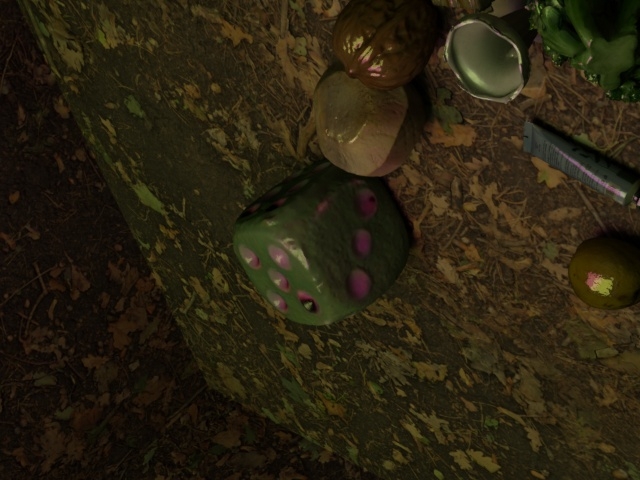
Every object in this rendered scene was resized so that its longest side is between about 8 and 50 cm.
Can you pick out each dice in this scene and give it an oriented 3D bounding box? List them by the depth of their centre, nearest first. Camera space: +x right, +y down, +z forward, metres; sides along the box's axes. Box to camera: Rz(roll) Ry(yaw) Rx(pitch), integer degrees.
[{"bbox_3d":[0.000,0.000,2.296,0.318,0.322,0.330,-3,122,54],"label":"dice"}]

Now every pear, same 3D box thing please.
[{"bbox_3d":[0.571,0.068,1.813,0.162,0.149,0.149,25,144,45],"label":"pear"}]

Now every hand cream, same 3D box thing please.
[{"bbox_3d":[0.501,-0.142,1.753,0.271,0.058,0.091,34,160,29],"label":"hand cream"}]

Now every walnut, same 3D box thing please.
[{"bbox_3d":[0.122,-0.392,1.781,0.213,0.213,0.213,32,147,24],"label":"walnut"}]

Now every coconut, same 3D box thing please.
[{"bbox_3d":[0.100,-0.265,1.967,0.259,0.259,0.259,32,147,24],"label":"coconut"}]

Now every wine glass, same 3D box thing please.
[{"bbox_3d":[0.331,-0.349,1.579,0.165,0.196,0.165,35,149,25],"label":"wine glass"}]

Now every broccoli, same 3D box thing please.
[{"bbox_3d":[0.441,-0.349,1.402,0.265,0.245,0.294,-27,133,37],"label":"broccoli"}]

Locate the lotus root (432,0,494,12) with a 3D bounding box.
[{"bbox_3d":[0.254,-0.486,1.643,0.143,0.070,0.144,36,152,47],"label":"lotus root"}]
